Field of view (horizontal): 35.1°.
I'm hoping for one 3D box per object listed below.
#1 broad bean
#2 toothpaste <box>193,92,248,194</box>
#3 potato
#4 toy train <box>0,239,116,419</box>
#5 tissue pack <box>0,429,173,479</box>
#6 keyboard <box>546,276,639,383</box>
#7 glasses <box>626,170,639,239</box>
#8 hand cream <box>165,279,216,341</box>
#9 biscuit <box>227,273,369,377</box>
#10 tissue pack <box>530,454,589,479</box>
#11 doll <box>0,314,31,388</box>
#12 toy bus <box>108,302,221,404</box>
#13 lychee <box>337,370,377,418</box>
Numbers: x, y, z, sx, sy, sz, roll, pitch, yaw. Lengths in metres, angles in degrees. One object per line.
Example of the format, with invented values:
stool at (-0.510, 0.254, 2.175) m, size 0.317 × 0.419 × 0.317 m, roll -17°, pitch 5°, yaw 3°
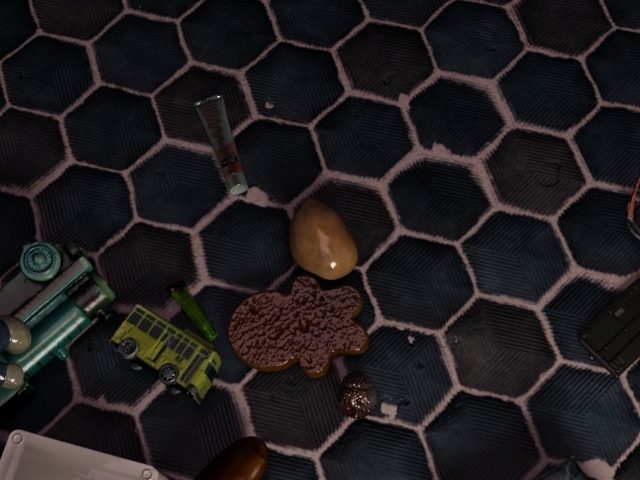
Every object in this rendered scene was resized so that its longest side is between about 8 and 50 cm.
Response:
broad bean at (-0.143, 0.375, 1.574) m, size 0.165 × 0.114 × 0.084 m, roll -45°, pitch 116°, yaw -13°
toothpaste at (-0.177, -0.178, 1.838) m, size 0.056 × 0.036 × 0.205 m, roll -19°, pitch 65°, yaw -4°
potato at (0.001, 0.002, 1.719) m, size 0.112 × 0.112 × 0.147 m, roll -30°, pitch 65°, yaw -9°
toy train at (-0.483, 0.138, 1.684) m, size 0.298 × 0.120 × 0.194 m, roll -43°, pitch 80°, yaw -14°
tissue pack at (-0.372, 0.403, 1.559) m, size 0.246 × 0.136 × 0.160 m, roll 14°, pitch 69°, yaw 8°
keyboard at (0.519, 0.143, 1.686) m, size 0.381 × 0.041 × 0.103 m, roll -37°, pitch 71°, yaw -19°
glasses at (0.632, -0.088, 1.643) m, size 0.234 × 0.268 × 0.118 m, roll 13°, pitch 57°, yaw 15°
hand cream at (-0.218, 0.120, 1.725) m, size 0.036 × 0.023 × 0.122 m, roll -26°, pitch 67°, yaw -30°
biscuit at (-0.039, 0.145, 1.700) m, size 0.236 × 0.039 × 0.180 m, roll -6°, pitch 70°, yaw 1°
tissue pack at (0.364, 0.515, 1.504) m, size 0.227 × 0.103 × 0.316 m, roll -26°, pitch 71°, yaw -10°
doll at (-0.579, 0.222, 1.538) m, size 0.228 × 0.154 × 0.259 m, roll 17°, pitch 88°, yaw -1°
toy bus at (-0.251, 0.187, 1.665) m, size 0.175 × 0.088 × 0.101 m, roll 30°, pitch 71°, yaw 14°
lychee at (0.058, 0.252, 1.638) m, size 0.067 × 0.068 × 0.083 m, roll -25°, pitch 41°, yaw 36°
